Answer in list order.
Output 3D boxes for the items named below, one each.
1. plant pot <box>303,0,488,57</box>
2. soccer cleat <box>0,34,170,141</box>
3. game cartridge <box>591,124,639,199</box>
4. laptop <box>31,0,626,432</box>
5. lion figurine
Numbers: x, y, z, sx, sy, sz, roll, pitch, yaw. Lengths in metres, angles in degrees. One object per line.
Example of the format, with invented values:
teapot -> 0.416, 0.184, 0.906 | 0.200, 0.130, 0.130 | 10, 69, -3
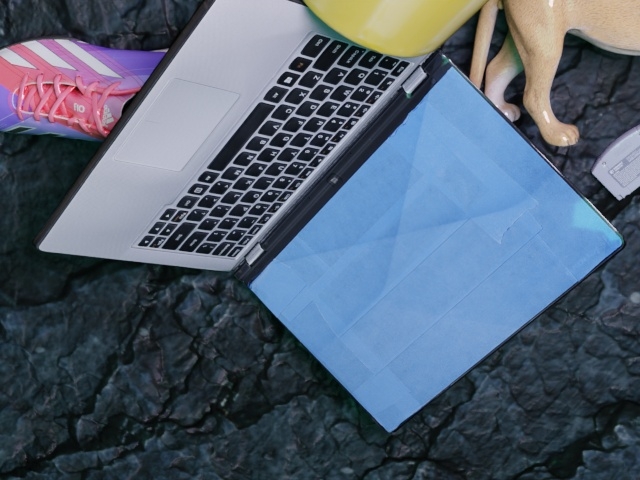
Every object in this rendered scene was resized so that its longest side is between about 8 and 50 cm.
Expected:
plant pot -> 0.093, -0.293, 0.888 | 0.254, 0.254, 0.239 | 27, 132, -7
soccer cleat -> -0.237, -0.149, 1.117 | 0.318, 0.116, 0.109 | 2, 117, 6
game cartridge -> 0.334, -0.087, 1.139 | 0.056, 0.017, 0.083 | 41, 114, -18
laptop -> 0.000, 0.000, 1.058 | 0.407, 0.236, 0.382 | 8, 138, -41
lion figurine -> 0.293, -0.223, 1.007 | 0.391, 0.142, 0.240 | -5, 113, 12
